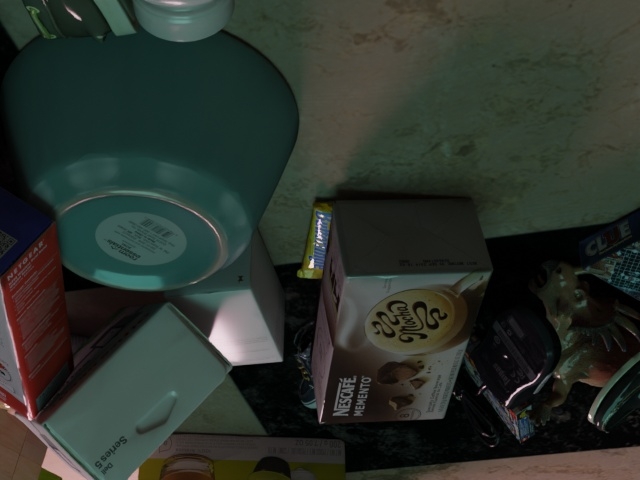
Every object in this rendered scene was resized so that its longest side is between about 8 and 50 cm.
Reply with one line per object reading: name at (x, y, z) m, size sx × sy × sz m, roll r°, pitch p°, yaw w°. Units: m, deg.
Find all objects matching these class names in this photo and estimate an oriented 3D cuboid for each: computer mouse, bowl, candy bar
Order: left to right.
bowl at (-0.178, -0.062, 1.134) m, size 0.311 × 0.163 × 0.311 m, roll 0°, pitch 145°, yaw 0°
candy bar at (0.000, 0.000, 1.350) m, size 0.040 × 0.018 × 0.161 m, roll 4°, pitch 146°, yaw -6°
computer mouse at (0.220, 0.128, 1.427) m, size 0.060 × 0.184 × 0.262 m, roll -22°, pitch 151°, yaw -27°

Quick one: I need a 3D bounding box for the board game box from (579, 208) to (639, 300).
board game box at (0.456, 0.028, 1.367) m, size 0.243 × 0.042 × 0.165 m, roll 26°, pitch 138°, yaw -33°

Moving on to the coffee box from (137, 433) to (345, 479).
coffee box at (-0.133, 0.546, 1.868) m, size 0.337 × 0.334 × 0.338 m, roll 2°, pitch 146°, yaw -3°

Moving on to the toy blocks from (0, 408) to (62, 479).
toy blocks at (-0.600, 0.284, 1.659) m, size 0.261 × 0.191 × 0.381 m, roll -9°, pitch 146°, yaw 33°

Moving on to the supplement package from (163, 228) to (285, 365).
supplement package at (-0.112, 0.066, 1.369) m, size 0.105 × 0.105 × 0.179 m, roll -5°, pitch 146°, yaw 9°

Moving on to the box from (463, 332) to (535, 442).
box at (0.243, 0.202, 1.544) m, size 0.027 × 0.137 × 0.094 m, roll -30°, pitch 144°, yaw -8°

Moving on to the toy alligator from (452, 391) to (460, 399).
toy alligator at (0.140, 0.192, 1.605) m, size 0.189 × 0.056 × 0.051 m, roll 12°, pitch 103°, yaw -17°

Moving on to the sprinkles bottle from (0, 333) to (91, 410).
sprinkles bottle at (-0.365, 0.181, 1.524) m, size 0.355 × 0.121 × 0.121 m, roll 12°, pitch 144°, yaw -17°

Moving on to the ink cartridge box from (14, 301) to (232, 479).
ink cartridge box at (-0.245, 0.181, 1.353) m, size 0.115 × 0.198 × 0.273 m, roll 48°, pitch 160°, yaw -11°

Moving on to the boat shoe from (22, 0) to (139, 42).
boat shoe at (-0.233, -0.265, 0.884) m, size 0.091 × 0.109 × 0.305 m, roll -11°, pitch 148°, yaw 7°

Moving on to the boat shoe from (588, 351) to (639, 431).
boat shoe at (0.431, 0.165, 1.384) m, size 0.233 × 0.079 × 0.084 m, roll -41°, pitch 147°, yaw 13°

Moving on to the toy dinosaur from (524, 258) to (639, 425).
toy dinosaur at (0.374, 0.143, 1.476) m, size 0.295 × 0.127 × 0.200 m, roll 16°, pitch 126°, yaw -38°

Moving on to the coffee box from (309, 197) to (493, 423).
coffee box at (0.086, 0.091, 1.352) m, size 0.168 × 0.119 × 0.297 m, roll -1°, pitch 139°, yaw -9°

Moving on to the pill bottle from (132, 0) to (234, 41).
pill bottle at (-0.114, -0.260, 0.882) m, size 0.117 × 0.117 × 0.208 m, roll 1°, pitch 145°, yaw -1°

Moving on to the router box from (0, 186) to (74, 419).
router box at (-0.421, 0.009, 1.172) m, size 0.335 × 0.082 × 0.301 m, roll 30°, pitch 147°, yaw 13°

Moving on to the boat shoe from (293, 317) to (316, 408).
boat shoe at (-0.009, 0.166, 1.559) m, size 0.083 × 0.065 × 0.183 m, roll 16°, pitch 136°, yaw -19°
